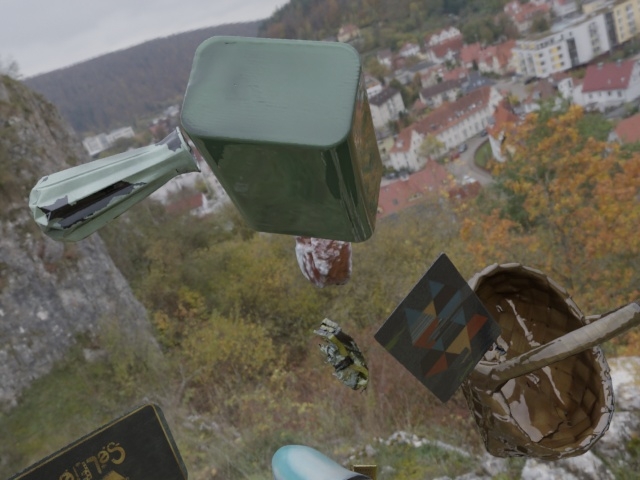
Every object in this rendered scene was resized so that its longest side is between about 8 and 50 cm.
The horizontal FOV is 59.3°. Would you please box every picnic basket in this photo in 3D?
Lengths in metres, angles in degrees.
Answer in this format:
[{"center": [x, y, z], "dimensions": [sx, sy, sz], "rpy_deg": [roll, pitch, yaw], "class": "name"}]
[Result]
[{"center": [0.379, 0.176, 0.925], "dimensions": [0.292, 0.338, 0.337], "rpy_deg": [-14, 13, -28], "class": "picnic basket"}]

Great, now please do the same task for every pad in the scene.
[{"center": [-0.497, 0.525, 1.252], "dimensions": [0.375, 0.315, 0.063], "rpy_deg": [-26, 10, -32], "class": "pad"}, {"center": [0.167, 0.126, 0.759], "dimensions": [0.143, 0.211, 0.003], "rpy_deg": [-49, 38, -6], "class": "pad"}]

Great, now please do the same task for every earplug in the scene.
[{"center": [-0.023, 0.612, 1.412], "dimensions": [0.185, 0.185, 0.324], "rpy_deg": [-31, 22, -29], "class": "earplug"}]

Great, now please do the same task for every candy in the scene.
[{"center": [0.000, 0.000, 1.658], "dimensions": [0.157, 0.290, 0.214], "rpy_deg": [-11, -3, -25], "class": "candy"}]

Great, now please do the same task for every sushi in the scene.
[{"center": [0.066, 0.382, 1.874], "dimensions": [0.131, 0.291, 0.139], "rpy_deg": [-45, 33, -18], "class": "sushi"}]

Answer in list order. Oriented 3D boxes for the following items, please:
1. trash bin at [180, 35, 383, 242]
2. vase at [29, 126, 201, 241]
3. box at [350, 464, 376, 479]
[{"center": [-0.035, -0.130, 0.795], "dimensions": [0.222, 0.158, 0.343], "rpy_deg": [7, -16, 11], "class": "trash bin"}, {"center": [-0.455, -0.127, 1.264], "dimensions": [0.360, 0.165, 0.165], "rpy_deg": [-26, 18, -3], "class": "vase"}, {"center": [0.133, 0.767, 1.747], "dimensions": [0.090, 0.134, 0.023], "rpy_deg": [9, -17, -26], "class": "box"}]
